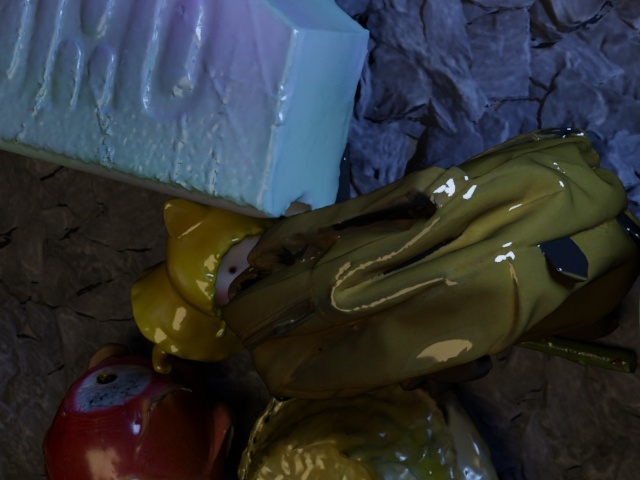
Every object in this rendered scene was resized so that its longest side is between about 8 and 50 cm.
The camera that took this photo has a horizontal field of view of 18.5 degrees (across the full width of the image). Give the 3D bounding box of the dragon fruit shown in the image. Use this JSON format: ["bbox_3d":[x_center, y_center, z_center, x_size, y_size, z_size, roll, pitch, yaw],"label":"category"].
[{"bbox_3d":[-0.190,0.237,2.113,0.224,0.224,0.227,12,128,28],"label":"dragon fruit"}]

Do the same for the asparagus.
[{"bbox_3d":[0.191,0.092,1.917,0.248,0.024,0.025,14,75,27],"label":"asparagus"}]

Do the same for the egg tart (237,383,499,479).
[{"bbox_3d":[0.027,0.287,1.989,0.345,0.132,0.345,-2,87,35],"label":"egg tart"}]

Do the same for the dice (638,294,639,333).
[{"bbox_3d":[0.426,0.056,1.597,0.264,0.268,0.262,6,113,32],"label":"dice"}]

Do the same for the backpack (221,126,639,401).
[{"bbox_3d":[0.104,0.035,1.760,0.378,0.353,0.201,-23,85,38],"label":"backpack"}]

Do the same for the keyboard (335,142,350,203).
[{"bbox_3d":[0.000,0.000,1.977,0.011,0.067,0.202,-137,41,-58],"label":"keyboard"}]

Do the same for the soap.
[{"bbox_3d":[-0.181,-0.190,1.903,0.446,0.156,0.261,16,99,28],"label":"soap"}]

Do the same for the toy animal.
[{"bbox_3d":[-0.114,0.041,2.011,0.156,0.156,0.230,36,128,14],"label":"toy animal"}]
